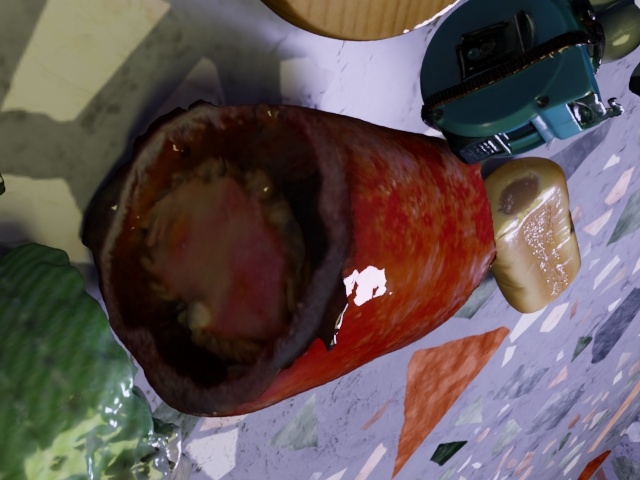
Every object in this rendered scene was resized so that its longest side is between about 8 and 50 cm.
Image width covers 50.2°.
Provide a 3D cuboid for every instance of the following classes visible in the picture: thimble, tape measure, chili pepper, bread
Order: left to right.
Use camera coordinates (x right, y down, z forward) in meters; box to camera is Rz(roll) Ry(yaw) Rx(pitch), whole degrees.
[{"bbox_3d":[-0.193,0.122,0.459,0.150,0.219,0.219,-31,141,-21],"label":"thimble"},{"bbox_3d":[0.000,0.000,0.572,0.305,0.229,0.251,-11,140,-53],"label":"chili pepper"},{"bbox_3d":[0.146,-0.131,0.530,0.146,0.125,0.081,-20,153,28],"label":"tape measure"},{"bbox_3d":[0.282,-0.001,0.944,0.142,0.091,0.305,-40,144,1],"label":"bread"}]

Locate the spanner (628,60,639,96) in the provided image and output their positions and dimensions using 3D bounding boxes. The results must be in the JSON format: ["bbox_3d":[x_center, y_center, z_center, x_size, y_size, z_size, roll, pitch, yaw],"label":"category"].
[{"bbox_3d":[0.338,-0.259,0.661,0.087,0.024,0.315,124,-14,-56],"label":"spanner"}]

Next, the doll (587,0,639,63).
[{"bbox_3d":[0.208,-0.272,0.561,0.258,0.154,0.228,0,130,-48],"label":"doll"}]

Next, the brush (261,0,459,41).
[{"bbox_3d":[0.018,-0.252,0.350,0.174,0.166,0.266,-8,136,-28],"label":"brush"}]

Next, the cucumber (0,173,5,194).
[{"bbox_3d":[-0.329,0.004,0.316,0.325,0.105,0.145,-30,114,-23],"label":"cucumber"}]

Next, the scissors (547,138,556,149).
[{"bbox_3d":[0.329,-0.159,0.918,0.036,0.006,0.083,1,122,-48],"label":"scissors"}]
